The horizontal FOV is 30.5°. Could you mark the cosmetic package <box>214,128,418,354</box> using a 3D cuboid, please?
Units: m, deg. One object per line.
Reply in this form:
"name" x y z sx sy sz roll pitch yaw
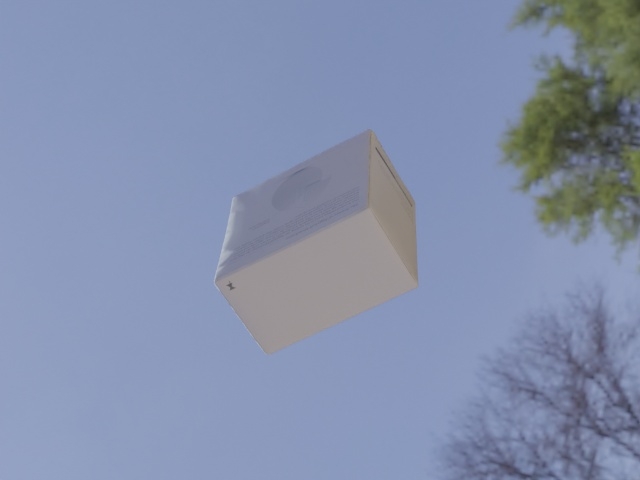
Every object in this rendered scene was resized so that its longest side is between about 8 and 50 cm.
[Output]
"cosmetic package" 0.000 0.000 1.535 0.138 0.224 0.224 57 -161 -23
